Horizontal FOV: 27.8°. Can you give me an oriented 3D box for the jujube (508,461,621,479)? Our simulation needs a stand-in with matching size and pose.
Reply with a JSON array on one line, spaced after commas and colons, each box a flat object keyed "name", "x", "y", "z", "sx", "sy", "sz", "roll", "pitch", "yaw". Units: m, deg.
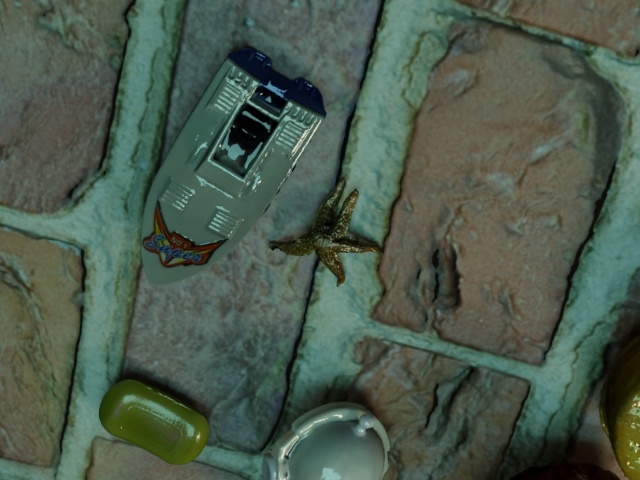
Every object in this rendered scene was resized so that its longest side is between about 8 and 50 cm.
[{"name": "jujube", "x": 0.241, "y": 0.412, "z": 1.565, "sx": 0.216, "sy": 0.216, "sz": 0.342, "roll": 34, "pitch": 128, "yaw": -10}]

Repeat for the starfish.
[{"name": "starfish", "x": 0.000, "y": 0.004, "z": 1.478, "sx": 0.130, "sy": 0.041, "sz": 0.133, "roll": -12, "pitch": 113, "yaw": 14}]

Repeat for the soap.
[{"name": "soap", "x": -0.206, "y": 0.225, "z": 1.605, "sx": 0.140, "sy": 0.045, "sz": 0.089, "roll": 28, "pitch": 113, "yaw": -6}]

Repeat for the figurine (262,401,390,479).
[{"name": "figurine", "x": -0.001, "y": 0.289, "z": 1.577, "sx": 0.162, "sy": 0.141, "sz": 0.236, "roll": 7, "pitch": 117, "yaw": -29}]

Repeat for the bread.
[{"name": "bread", "x": 0.393, "y": 0.186, "z": 1.461, "sx": 0.139, "sy": 0.143, "sz": 0.229, "roll": 9, "pitch": 114, "yaw": 1}]

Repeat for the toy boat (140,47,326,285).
[{"name": "toy boat", "x": -0.117, "y": -0.060, "z": 1.434, "sx": 0.129, "sy": 0.088, "sz": 0.295, "roll": 31, "pitch": 115, "yaw": -8}]
